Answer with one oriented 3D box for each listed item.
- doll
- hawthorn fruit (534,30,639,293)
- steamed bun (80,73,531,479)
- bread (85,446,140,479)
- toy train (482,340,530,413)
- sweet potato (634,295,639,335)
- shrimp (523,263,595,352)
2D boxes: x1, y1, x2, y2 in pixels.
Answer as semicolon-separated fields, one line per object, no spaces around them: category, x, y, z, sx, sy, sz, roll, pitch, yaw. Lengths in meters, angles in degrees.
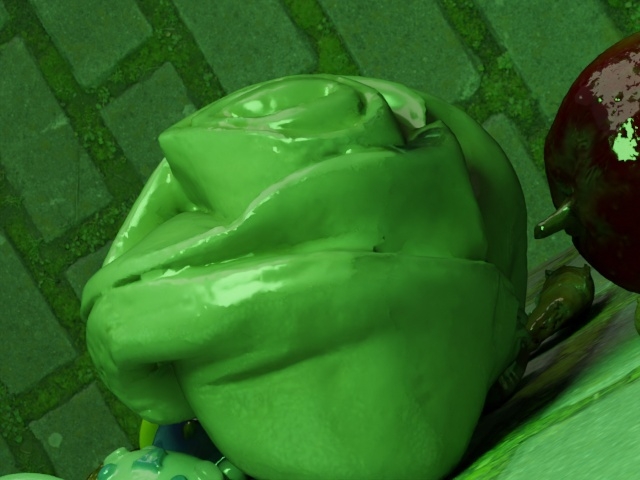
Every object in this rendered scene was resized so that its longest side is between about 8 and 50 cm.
doll;-0.118;0.214;1.332;0.311;0.160;0.243;-4;34;16
hawthorn fruit;0.273;-0.062;1.280;0.249;0.215;0.215;-27;-3;-6
steamed bun;0.000;0.000;1.266;0.342;0.255;0.368;12;29;20
bread;-0.197;0.312;1.911;0.143;0.139;0.229;-23;5;40
toy train;0.040;0.150;1.505;0.326;0.129;0.159;-32;4;19
sweet potato;0.263;0.030;1.114;0.060;0.068;0.206;-4;6;30
shrimp;0.228;0.090;1.735;0.173;0.058;0.253;-40;-2;8
